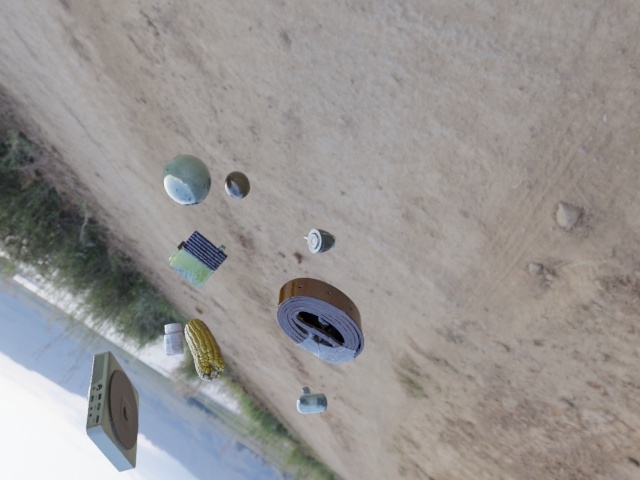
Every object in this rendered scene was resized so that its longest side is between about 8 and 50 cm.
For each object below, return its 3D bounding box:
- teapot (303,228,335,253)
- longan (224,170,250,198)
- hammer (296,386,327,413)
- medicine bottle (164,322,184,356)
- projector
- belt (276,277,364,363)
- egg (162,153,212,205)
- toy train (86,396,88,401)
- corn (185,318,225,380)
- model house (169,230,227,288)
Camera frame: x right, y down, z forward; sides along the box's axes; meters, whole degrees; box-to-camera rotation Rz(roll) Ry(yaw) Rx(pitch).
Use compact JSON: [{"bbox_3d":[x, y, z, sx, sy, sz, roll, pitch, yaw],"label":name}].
[{"bbox_3d":[0.004,-0.006,1.899,0.091,0.092,0.124,3,-143,-34],"label":"teapot"},{"bbox_3d":[-0.305,-0.204,1.879,0.113,0.092,0.113,59,-171,-15],"label":"longan"},{"bbox_3d":[-0.042,0.602,1.959,0.116,0.069,0.194,-4,-176,-10],"label":"hammer"},{"bbox_3d":[-0.418,0.284,1.456,0.052,0.089,0.052,-8,165,-2],"label":"medicine bottle"},{"bbox_3d":[-0.601,0.495,1.474,0.257,0.079,0.259,-109,9,-47],"label":"projector"},{"bbox_3d":[0.004,0.271,1.716,0.338,0.122,0.217,38,114,-20],"label":"belt"},{"bbox_3d":[-0.471,-0.214,1.805,0.169,0.169,0.236,51,-173,-38],"label":"egg"},{"bbox_3d":[-0.780,0.573,1.892,0.089,0.127,0.219,49,122,15],"label":"toy train"},{"bbox_3d":[-0.416,0.373,1.810,0.102,0.102,0.313,52,177,-40],"label":"corn"},{"bbox_3d":[-0.521,0.056,2.239,0.194,0.170,0.211,41,116,-6],"label":"model house"}]
